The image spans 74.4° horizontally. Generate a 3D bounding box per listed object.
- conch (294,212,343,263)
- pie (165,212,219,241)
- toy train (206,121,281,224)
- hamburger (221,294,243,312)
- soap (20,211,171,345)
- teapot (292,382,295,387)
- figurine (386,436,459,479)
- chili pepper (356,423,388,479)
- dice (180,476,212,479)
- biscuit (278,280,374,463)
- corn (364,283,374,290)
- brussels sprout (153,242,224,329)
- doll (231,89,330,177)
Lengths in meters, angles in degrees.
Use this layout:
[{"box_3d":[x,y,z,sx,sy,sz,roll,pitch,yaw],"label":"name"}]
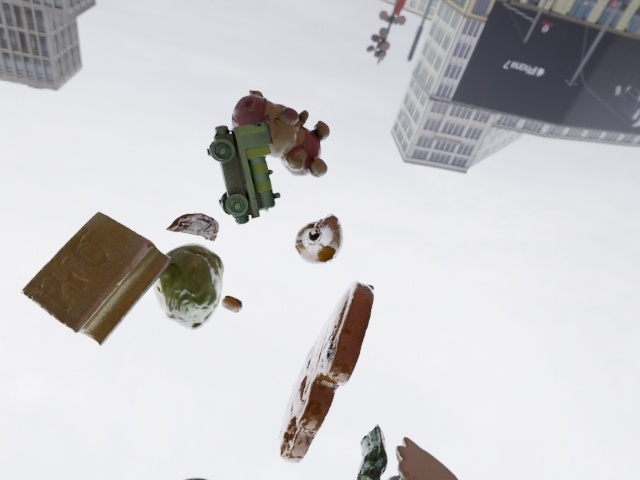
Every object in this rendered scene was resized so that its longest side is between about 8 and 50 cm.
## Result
[{"box_3d":[0.002,0.005,0.846,0.109,0.093,0.330,-27,-176,-2],"label":"conch"},{"box_3d":[-0.348,-0.044,1.214,0.033,0.088,0.191,59,-164,23],"label":"pie"},{"box_3d":[-0.150,-0.136,0.852,0.132,0.200,0.083,-15,-162,-16],"label":"toy train"},{"box_3d":[-0.339,0.244,1.618,0.083,0.076,0.044,25,-137,5],"label":"hamburger"},{"box_3d":[-0.670,0.108,1.275,0.294,0.156,0.335,24,-113,30],"label":"soap"},{"box_3d":[-0.026,0.466,1.302,0.124,0.092,0.090,-9,-100,-75],"label":"teapot"},{"box_3d":[0.126,0.420,0.332,0.378,0.361,0.266,30,-157,10],"label":"figurine"},{"box_3d":[0.148,0.606,1.190,0.061,0.098,0.224,49,-166,1],"label":"chili pepper"},{"box_3d":[-0.205,0.510,0.661,0.183,0.181,0.183,4,-162,33],"label":"dice"},{"box_3d":[0.002,0.293,0.969,0.078,0.455,0.349,26,-159,3],"label":"biscuit"},{"box_3d":[0.138,0.150,1.343,0.083,0.028,0.027,7,177,-42],"label":"corn"},{"box_3d":[-0.444,0.148,1.445,0.243,0.316,0.273,-14,-121,-20],"label":"brussels sprout"},{"box_3d":[-0.095,-0.259,1.040,0.256,0.152,0.196,23,-152,-34],"label":"doll"}]
